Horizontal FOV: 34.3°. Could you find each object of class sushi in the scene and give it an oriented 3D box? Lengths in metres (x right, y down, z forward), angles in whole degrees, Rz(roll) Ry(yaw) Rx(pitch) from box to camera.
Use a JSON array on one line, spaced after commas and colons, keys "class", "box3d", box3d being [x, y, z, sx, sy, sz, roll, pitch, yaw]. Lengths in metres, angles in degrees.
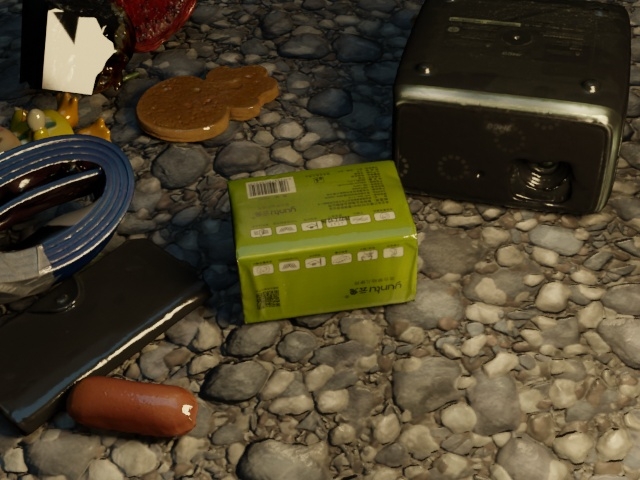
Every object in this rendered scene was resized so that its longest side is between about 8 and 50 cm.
[{"class": "sushi", "box3d": [-0.477, -0.402, 2.065, 0.212, 0.216, 0.227, 2, 9, -27]}]

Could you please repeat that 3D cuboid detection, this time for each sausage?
[{"class": "sausage", "box3d": [-0.264, 0.234, 1.461, 0.194, 0.077, 0.077, 6, 42, 9]}]

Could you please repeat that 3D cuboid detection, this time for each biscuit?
[{"class": "biscuit", "box3d": [-0.224, -0.274, 2.051, 0.288, 0.044, 0.202, -24, 46, -24]}]

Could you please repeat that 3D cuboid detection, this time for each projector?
[{"class": "projector", "box3d": [0.346, -0.269, 1.863, 0.395, 0.242, 0.405, 7, 42, 13]}]

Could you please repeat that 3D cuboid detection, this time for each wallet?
[{"class": "wallet", "box3d": [-0.358, 0.130, 1.592, 0.197, 0.051, 0.377, 34, 55, 31]}]

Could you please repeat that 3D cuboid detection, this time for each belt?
[{"class": "belt", "box3d": [-0.460, -0.034, 1.658, 0.347, 0.117, 0.212, -32, 87, -30]}]

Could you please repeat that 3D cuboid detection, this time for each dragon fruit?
[{"class": "dragon fruit", "box3d": [-0.381, -0.501, 2.256, 0.316, 0.152, 0.205, -12, 22, 11]}]

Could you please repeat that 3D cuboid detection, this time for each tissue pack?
[{"class": "tissue pack", "box3d": [0.000, 0.000, 1.637, 0.274, 0.167, 0.200, -7, 43, -6]}]

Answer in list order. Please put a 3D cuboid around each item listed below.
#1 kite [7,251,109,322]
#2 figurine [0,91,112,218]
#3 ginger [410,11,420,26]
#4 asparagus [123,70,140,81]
[{"class": "kite", "box3d": [-0.389, 0.081, 1.685, 0.250, 0.012, 0.229, -22, 46, -19]}, {"class": "figurine", "box3d": [-0.549, -0.147, 1.834, 0.215, 0.187, 0.343, 23, 42, 39]}, {"class": "ginger", "box3d": [0.304, -0.487, 2.236, 0.213, 0.074, 0.137, -23, 55, -16]}, {"class": "asparagus", "box3d": [-0.426, -0.327, 2.145, 0.114, 0.014, 0.015, -26, 10, -25]}]
